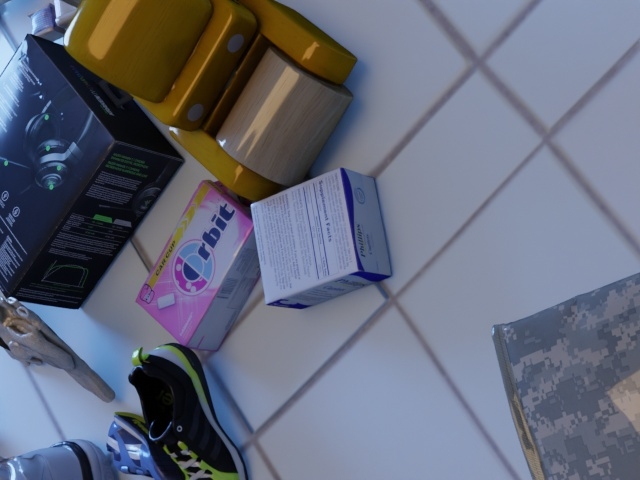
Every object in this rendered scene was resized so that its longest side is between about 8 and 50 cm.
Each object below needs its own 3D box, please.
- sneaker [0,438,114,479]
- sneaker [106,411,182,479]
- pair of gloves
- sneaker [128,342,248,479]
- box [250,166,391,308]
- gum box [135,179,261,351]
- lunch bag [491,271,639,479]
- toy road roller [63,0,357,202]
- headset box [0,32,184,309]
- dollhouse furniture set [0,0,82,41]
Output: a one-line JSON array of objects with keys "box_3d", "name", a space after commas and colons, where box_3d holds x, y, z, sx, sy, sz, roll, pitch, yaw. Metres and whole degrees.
[{"box_3d": [-0.344, 0.422, 1.683, 0.137, 0.210, 0.365, -19, 71, 33], "name": "sneaker"}, {"box_3d": [-0.217, 0.270, 1.717, 0.144, 0.053, 0.059, 38, 104, 44], "name": "sneaker"}, {"box_3d": [-0.385, 0.123, 1.781, 0.240, 0.204, 0.042, 21, 66, 41], "name": "pair of gloves"}, {"box_3d": [-0.167, 0.234, 1.627, 0.084, 0.097, 0.234, -25, 89, 32], "name": "sneaker"}, {"box_3d": [0.000, 0.000, 1.588, 0.137, 0.072, 0.126, -21, 70, 33], "name": "box"}, {"box_3d": [-0.133, 0.027, 1.688, 0.107, 0.062, 0.188, 39, 105, 34], "name": "gum box"}, {"box_3d": [0.317, 0.183, 1.263, 0.235, 0.169, 0.287, -25, 64, 31], "name": "lunch bag"}, {"box_3d": [-0.146, -0.212, 1.628, 0.329, 0.241, 0.202, 41, 107, 34], "name": "toy road roller"}, {"box_3d": [-0.347, -0.097, 1.826, 0.283, 0.131, 0.246, -54, 56, 17], "name": "headset box"}, {"box_3d": [-0.478, -0.399, 1.913, 0.303, 0.198, 0.286, -18, 72, 26], "name": "dollhouse furniture set"}]
